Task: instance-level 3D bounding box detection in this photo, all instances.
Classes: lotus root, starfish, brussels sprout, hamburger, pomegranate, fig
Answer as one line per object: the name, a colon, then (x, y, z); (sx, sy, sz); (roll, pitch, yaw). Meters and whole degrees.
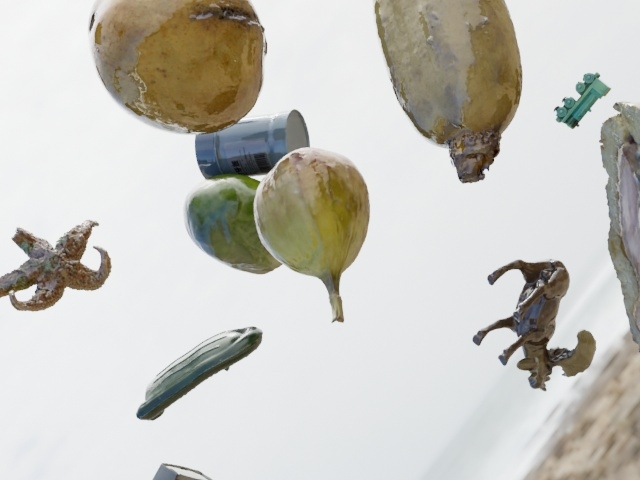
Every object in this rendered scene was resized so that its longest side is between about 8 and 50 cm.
lotus root: (0.161, -0.221, 1.788); (0.151, 0.342, 0.169); (6, -31, -40)
starfish: (-0.387, 0.035, 2.142); (0.053, 0.150, 0.209); (-43, 9, 50)
brussels sprout: (-0.122, -0.029, 2.243); (0.161, 0.180, 0.144); (-19, 42, 19)
hamburger: (0.461, -0.027, 1.748); (0.209, 0.330, 0.162); (-19, 18, -17)
pomegranate: (-0.192, -0.262, 2.001); (0.260, 0.260, 0.260); (-50, -8, -10)
fig: (0.000, 0.000, 1.902); (0.159, 0.257, 0.159); (-8, -35, -6)

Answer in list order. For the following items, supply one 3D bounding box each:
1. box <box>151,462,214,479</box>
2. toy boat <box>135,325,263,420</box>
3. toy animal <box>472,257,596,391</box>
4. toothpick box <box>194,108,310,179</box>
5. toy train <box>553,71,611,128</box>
box: (-0.201, 0.361, 1.803); (0.177, 0.036, 0.115); (-61, -26, -1)
toy boat: (-0.167, 0.175, 2.000); (0.210, 0.052, 0.104); (-34, 10, 13)
toy animal: (0.296, 0.122, 1.985); (0.186, 0.094, 0.214); (-11, -57, -42)
toothpick box: (-0.104, -0.145, 2.275); (0.101, 0.153, 0.101); (-4, -90, -69)
toy train: (0.379, -0.202, 2.143); (0.092, 0.045, 0.029); (-52, -19, 16)
